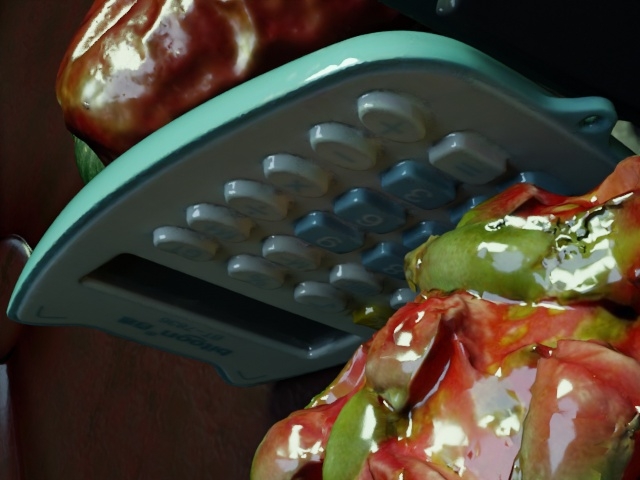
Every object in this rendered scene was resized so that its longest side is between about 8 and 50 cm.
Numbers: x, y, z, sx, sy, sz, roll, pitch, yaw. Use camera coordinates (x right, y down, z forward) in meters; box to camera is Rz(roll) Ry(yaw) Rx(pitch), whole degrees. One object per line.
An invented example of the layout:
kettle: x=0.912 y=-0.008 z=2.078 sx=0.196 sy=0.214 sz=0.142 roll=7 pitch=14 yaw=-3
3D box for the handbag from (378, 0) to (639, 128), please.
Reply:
handbag: x=0.158 y=-0.228 z=0.456 sx=0.118 sy=0.269 sz=0.326 roll=33 pitch=102 yaw=48

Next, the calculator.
calculator: x=0.000 y=0.000 z=0.569 sx=0.386 sy=0.256 sz=0.054 roll=-24 pitch=54 yaw=43

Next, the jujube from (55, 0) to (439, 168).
jujube: x=-0.022 y=-0.167 z=0.637 sx=0.342 sy=0.216 sz=0.216 roll=-48 pitch=46 yaw=2

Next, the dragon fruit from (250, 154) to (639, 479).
dragon fruit: x=0.101 y=0.109 z=0.448 sx=0.231 sy=0.237 sz=0.303 roll=50 pitch=123 yaw=37

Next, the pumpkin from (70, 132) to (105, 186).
pumpkin: x=-0.118 y=-0.095 z=0.800 sx=0.190 sy=0.146 sz=0.190 roll=1 pitch=92 yaw=28
